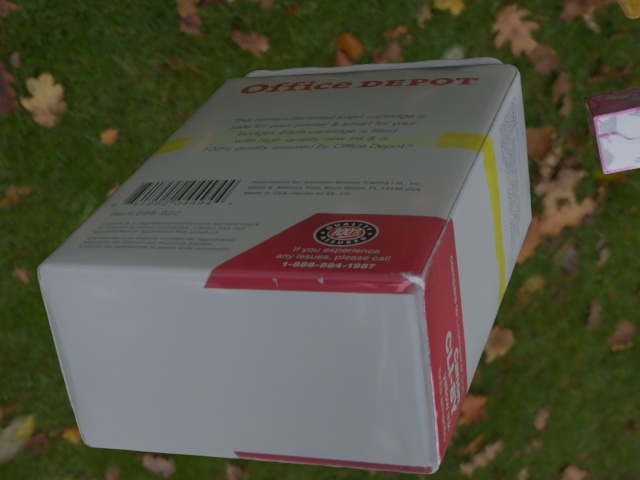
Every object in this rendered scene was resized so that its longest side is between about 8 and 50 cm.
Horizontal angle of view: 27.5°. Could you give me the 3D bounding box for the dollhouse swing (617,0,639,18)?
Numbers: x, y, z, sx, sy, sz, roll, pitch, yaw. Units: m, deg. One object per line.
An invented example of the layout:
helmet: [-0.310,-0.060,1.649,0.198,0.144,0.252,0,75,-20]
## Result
dollhouse swing: [0.255,-0.412,0.883,0.315,0.305,0.347,-25,116,28]

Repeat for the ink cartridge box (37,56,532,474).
ink cartridge box: [0.000,0.000,1.038,0.385,0.279,0.160,-57,142,-56]

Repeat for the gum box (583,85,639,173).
gum box: [0.370,-0.127,1.329,0.188,0.107,0.062,-11,106,10]
